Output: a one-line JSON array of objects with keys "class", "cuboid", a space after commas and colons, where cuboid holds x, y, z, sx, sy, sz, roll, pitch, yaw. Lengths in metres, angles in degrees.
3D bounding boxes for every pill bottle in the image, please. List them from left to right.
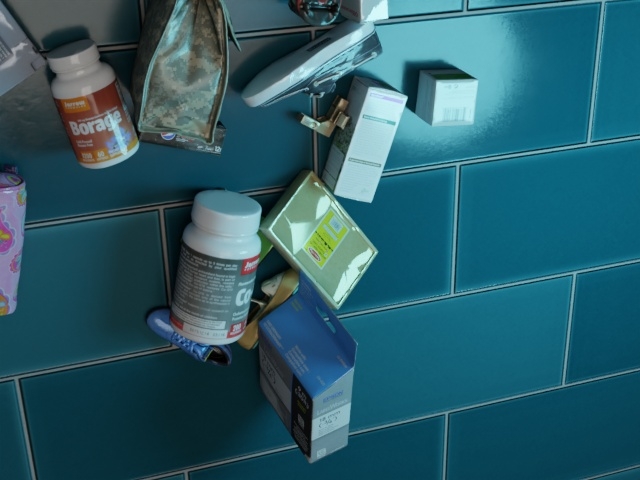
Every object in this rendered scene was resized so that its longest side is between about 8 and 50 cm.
[{"class": "pill bottle", "cuboid": [-0.422, -0.251, 1.823, 0.121, 0.121, 0.216, -21, 120, -10]}, {"class": "pill bottle", "cuboid": [-0.209, 0.053, 2.015, 0.161, 0.161, 0.283, 3, 113, -22]}]

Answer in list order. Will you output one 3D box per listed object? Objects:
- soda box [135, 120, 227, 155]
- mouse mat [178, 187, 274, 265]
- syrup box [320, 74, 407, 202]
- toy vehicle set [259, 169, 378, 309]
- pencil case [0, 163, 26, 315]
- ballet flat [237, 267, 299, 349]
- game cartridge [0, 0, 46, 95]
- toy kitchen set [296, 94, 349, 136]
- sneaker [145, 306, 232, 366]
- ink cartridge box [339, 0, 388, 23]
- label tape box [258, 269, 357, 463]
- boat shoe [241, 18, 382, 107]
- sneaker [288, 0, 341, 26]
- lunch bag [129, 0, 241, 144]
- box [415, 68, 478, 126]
[{"class": "soda box", "cuboid": [-0.273, -0.213, 1.936, 0.168, 0.053, 0.060, 8, 110, -24]}, {"class": "mouse mat", "cuboid": [-0.186, -0.009, 2.093, 0.189, 0.007, 0.153, 35, 98, -29]}, {"class": "syrup box", "cuboid": [0.088, -0.210, 2.051, 0.096, 0.093, 0.237, 11, 109, -24]}, {"class": "toy vehicle set", "cuboid": [0.000, 0.000, 2.112, 0.166, 0.035, 0.267, -53, 123, -20]}, {"class": "pencil case", "cuboid": [-0.625, 0.003, 1.873, 0.124, 0.124, 0.284, 1, 112, -21]}, {"class": "ballet flat", "cuboid": [-0.115, 0.133, 2.148, 0.073, 0.080, 0.232, 34, 98, -14]}, {"class": "game cartridge", "cuboid": [-0.634, -0.368, 1.689, 0.198, 0.062, 0.297, -33, 126, -3]}, {"class": "toy kitchen set", "cuboid": [0.010, -0.259, 2.013, 0.075, 0.068, 0.083, 24, 104, -28]}, {"class": "sneaker", "cuboid": [-0.275, 0.209, 2.119, 0.209, 0.082, 0.069, 31, 102, -28]}, {"class": "ink cartridge box", "cuboid": [0.080, -0.502, 1.901, 0.063, 0.109, 0.151, -13, 118, -18]}, {"class": "label tape box", "cuboid": [-0.034, 0.267, 2.087, 0.105, 0.241, 0.334, -20, 137, -23]}, {"class": "boat shoe", "cuboid": [-0.011, -0.329, 1.957, 0.301, 0.108, 0.102, -34, 120, -11]}, {"class": "sneaker", "cuboid": [-0.012, -0.539, 1.844, 0.097, 0.135, 0.276, 1, 102, -26]}, {"class": "lunch bag", "cuboid": [-0.239, -0.351, 1.778, 0.168, 0.235, 0.287, 8, 111, -18]}, {"class": "box", "cuboid": [0.264, -0.300, 2.078, 0.101, 0.087, 0.102, -5, 115, -19]}]
